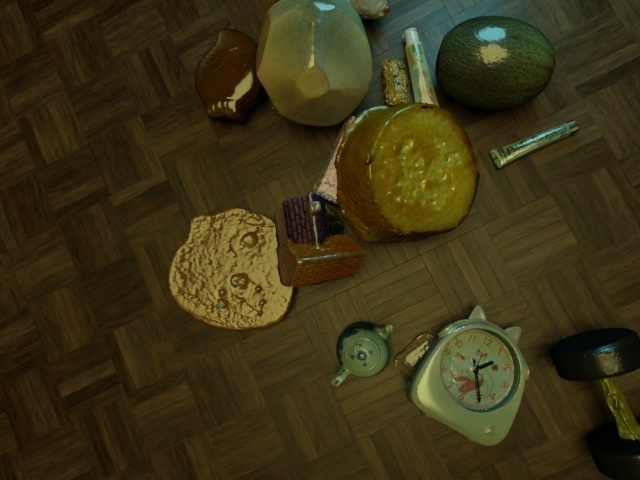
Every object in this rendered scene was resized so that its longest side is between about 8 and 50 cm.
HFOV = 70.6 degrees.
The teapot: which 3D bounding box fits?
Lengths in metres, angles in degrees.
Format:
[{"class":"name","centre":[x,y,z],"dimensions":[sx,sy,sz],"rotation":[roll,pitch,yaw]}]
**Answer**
[{"class":"teapot","centre":[0.113,0.310,1.240],"dimensions":[0.159,0.159,0.232],"rotation":[44,92,9]}]

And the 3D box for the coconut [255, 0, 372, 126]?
[{"class":"coconut","centre":[-0.015,-0.488,1.230],"dimensions":[0.353,0.352,0.352],"rotation":[-1,85,8]}]

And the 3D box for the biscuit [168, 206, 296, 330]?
[{"class":"biscuit","centre":[-0.253,0.088,1.351],"dimensions":[0.386,0.062,0.364],"rotation":[16,86,6]}]

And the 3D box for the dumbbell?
[{"class":"dumbbell","centre":[0.729,0.397,1.116],"dimensions":[0.204,0.204,0.322],"rotation":[-20,83,6]}]

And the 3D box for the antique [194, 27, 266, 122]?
[{"class":"antique","centre":[-0.266,-0.491,1.369],"dimensions":[0.224,0.129,0.277],"rotation":[1,85,8]}]

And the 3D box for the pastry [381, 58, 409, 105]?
[{"class":"pastry","centre":[0.221,-0.464,1.336],"dimensions":[0.080,0.056,0.140],"rotation":[-1,92,15]}]

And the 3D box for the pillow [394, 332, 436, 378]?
[{"class":"pillow","centre":[0.320,0.372,1.262],"dimensions":[0.135,0.034,0.211],"rotation":[-42,83,0]}]

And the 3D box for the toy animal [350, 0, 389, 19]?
[{"class":"toy animal","centre":[0.063,-0.779,1.316],"dimensions":[0.359,0.188,0.226],"rotation":[35,86,0]}]

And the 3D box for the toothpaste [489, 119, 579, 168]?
[{"class":"toothpaste","centre":[0.603,-0.275,1.273],"dimensions":[0.239,0.039,0.062],"rotation":[-23,78,8]}]

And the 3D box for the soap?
[{"class":"soap","centre":[0.108,-0.213,1.316],"dimensions":[0.181,0.081,0.259],"rotation":[23,88,8]}]

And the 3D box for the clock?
[{"class":"clock","centre":[0.403,0.343,1.195],"dimensions":[0.265,0.108,0.324],"rotation":[30,79,5]}]

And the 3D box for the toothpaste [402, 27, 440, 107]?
[{"class":"toothpaste","centre":[0.298,-0.468,1.327],"dimensions":[0.056,0.058,0.313],"rotation":[-10,87,-37]}]

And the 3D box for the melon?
[{"class":"melon","centre":[0.465,-0.471,1.208],"dimensions":[0.302,0.237,0.237],"rotation":[12,87,6]}]

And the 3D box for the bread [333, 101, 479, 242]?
[{"class":"bread","centre":[0.227,-0.172,1.174],"dimensions":[0.399,0.215,0.397],"rotation":[-1,94,-24]}]

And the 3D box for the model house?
[{"class":"model house","centre":[0.000,0.000,1.205],"dimensions":[0.203,0.237,0.236],"rotation":[-3,85,-17]}]
